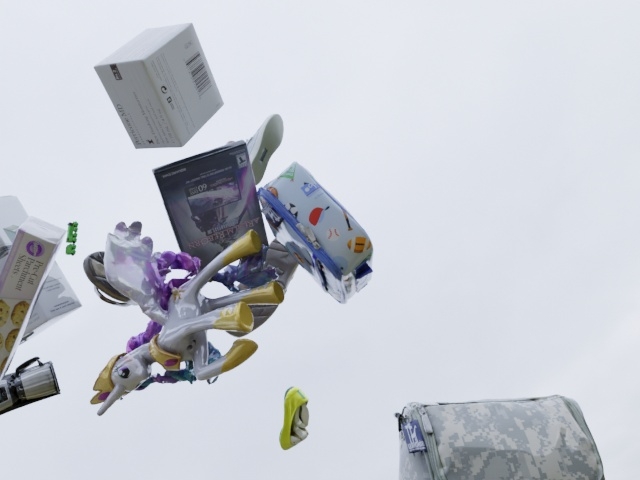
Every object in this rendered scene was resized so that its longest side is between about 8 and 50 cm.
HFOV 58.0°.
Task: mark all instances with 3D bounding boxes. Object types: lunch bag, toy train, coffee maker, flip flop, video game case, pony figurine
[{"bbox_3d":[0.000,0.000,1.078,0.115,0.243,0.303,-39,-17,-7],"label":"lunch bag"},{"bbox_3d":[-0.562,-0.005,1.303,0.024,0.083,0.017,6,-22,-26],"label":"toy train"},{"bbox_3d":[-0.842,0.426,1.635,0.178,0.120,0.171,-15,-31,-29],"label":"coffee maker"},{"bbox_3d":[-0.450,0.101,1.276,0.080,0.112,0.277,-24,-13,-2],"label":"flip flop"},{"bbox_3d":[-0.226,-0.063,1.239,0.196,0.026,0.274,-22,-52,-16],"label":"video game case"},{"bbox_3d":[-0.249,0.124,1.053,0.364,0.350,0.302,-26,-54,20],"label":"pony figurine"},{"bbox_3d":[0.268,0.371,0.883,0.306,0.255,0.212,-1,-18,-11],"label":"lunch bag"}]

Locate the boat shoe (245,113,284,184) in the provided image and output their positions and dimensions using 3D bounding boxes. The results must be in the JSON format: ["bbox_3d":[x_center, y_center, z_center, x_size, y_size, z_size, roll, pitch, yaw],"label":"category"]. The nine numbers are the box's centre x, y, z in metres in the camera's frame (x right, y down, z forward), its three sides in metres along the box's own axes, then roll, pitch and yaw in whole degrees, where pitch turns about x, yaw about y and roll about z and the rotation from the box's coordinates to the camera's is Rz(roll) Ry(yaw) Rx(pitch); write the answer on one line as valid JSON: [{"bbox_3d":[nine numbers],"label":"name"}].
[{"bbox_3d":[-0.170,-0.241,1.515,0.079,0.081,0.227,51,-127,-48],"label":"boat shoe"}]

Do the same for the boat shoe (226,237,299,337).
[{"bbox_3d":[-0.146,0.133,1.542,0.324,0.123,0.116,-53,-10,-30],"label":"boat shoe"}]

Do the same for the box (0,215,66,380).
[{"bbox_3d":[-0.530,0.113,0.992,0.067,0.063,0.323,26,-72,-16],"label":"box"}]

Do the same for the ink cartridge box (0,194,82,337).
[{"bbox_3d":[-0.688,0.078,1.232,0.211,0.289,0.121,-31,1,16],"label":"ink cartridge box"}]

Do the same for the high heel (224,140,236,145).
[{"bbox_3d":[-0.244,-0.138,1.394,0.082,0.117,0.244,24,-25,-18],"label":"high heel"}]

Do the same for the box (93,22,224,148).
[{"bbox_3d":[-0.304,-0.299,1.121,0.119,0.181,0.180,2,-49,26],"label":"box"}]

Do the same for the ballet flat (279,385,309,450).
[{"bbox_3d":[-0.067,0.510,1.600,0.077,0.077,0.230,-25,-51,-45],"label":"ballet flat"}]
